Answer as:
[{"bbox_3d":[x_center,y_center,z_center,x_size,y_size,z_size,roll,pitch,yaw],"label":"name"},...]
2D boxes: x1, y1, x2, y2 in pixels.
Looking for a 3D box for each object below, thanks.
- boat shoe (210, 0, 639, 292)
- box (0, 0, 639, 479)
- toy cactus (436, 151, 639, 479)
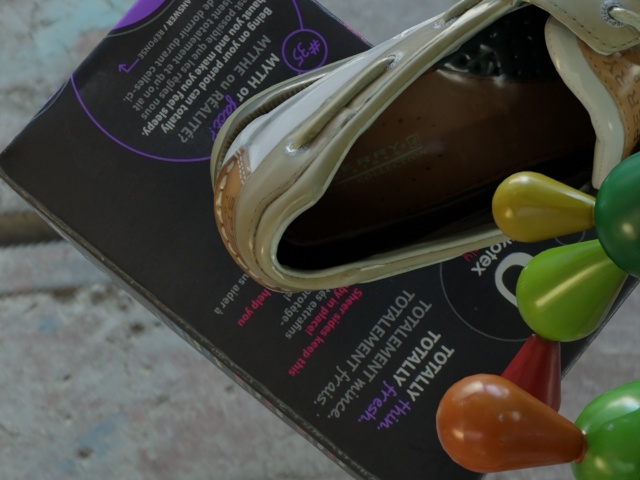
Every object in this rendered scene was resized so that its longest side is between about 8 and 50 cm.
[{"bbox_3d":[0.102,-0.059,0.564,0.302,0.113,0.103,-29,19,3],"label":"boat shoe"},{"bbox_3d":[0.000,0.000,0.739,0.270,0.143,0.165,39,83,7],"label":"box"},{"bbox_3d":[0.097,-0.005,0.358,0.112,0.219,0.180,20,90,-3],"label":"toy cactus"}]
